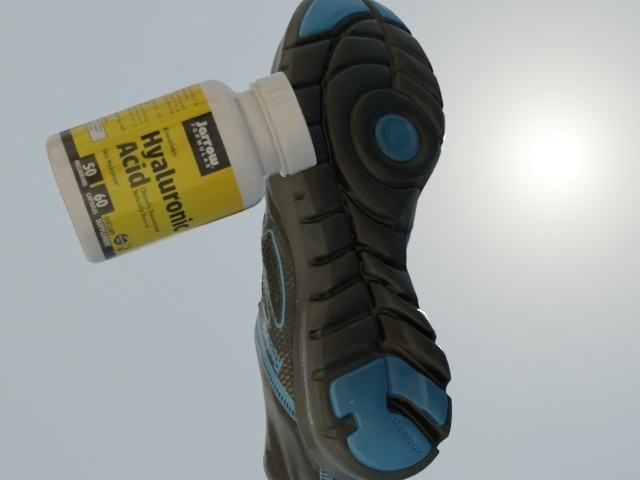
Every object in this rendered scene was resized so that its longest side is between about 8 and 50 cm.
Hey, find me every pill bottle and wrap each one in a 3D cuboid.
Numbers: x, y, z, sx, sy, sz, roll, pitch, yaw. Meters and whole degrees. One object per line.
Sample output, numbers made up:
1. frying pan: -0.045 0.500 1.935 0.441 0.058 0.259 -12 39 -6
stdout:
1. pill bottle: -0.064 -0.037 0.901 0.065 0.116 0.065 159 -90 -85

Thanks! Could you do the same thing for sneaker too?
1. sneaker: 0.000 0.000 1.249 0.140 0.125 0.340 -36 -133 55
